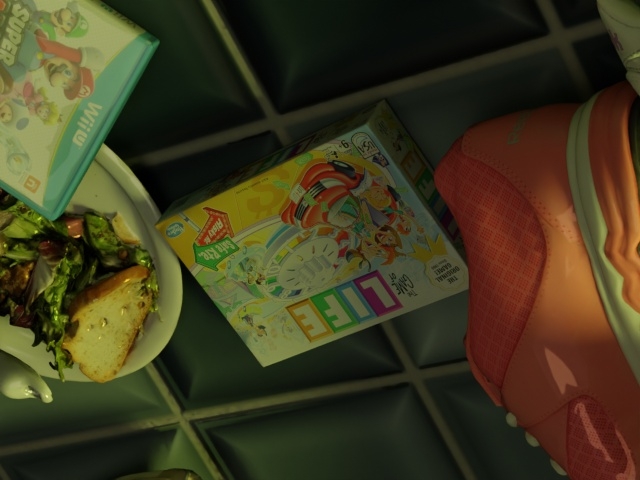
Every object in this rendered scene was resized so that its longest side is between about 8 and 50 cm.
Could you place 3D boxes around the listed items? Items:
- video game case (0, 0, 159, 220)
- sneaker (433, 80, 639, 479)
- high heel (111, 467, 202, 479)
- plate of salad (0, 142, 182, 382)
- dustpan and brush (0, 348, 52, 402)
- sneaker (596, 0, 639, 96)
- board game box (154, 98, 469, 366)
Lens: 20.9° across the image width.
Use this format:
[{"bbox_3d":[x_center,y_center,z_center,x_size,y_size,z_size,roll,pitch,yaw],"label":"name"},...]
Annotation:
[{"bbox_3d":[-0.182,-0.102,0.915,0.166,0.015,0.119,33,114,1],"label":"video game case"},{"bbox_3d":[0.143,0.069,0.850,0.136,0.116,0.314,-1,115,36],"label":"sneaker"},{"bbox_3d":[-0.096,0.247,1.124,0.186,0.093,0.261,30,125,-20],"label":"high heel"},{"bbox_3d":[-0.173,0.006,0.991,0.200,0.048,0.200,14,129,18],"label":"plate of salad"},{"bbox_3d":[-0.236,0.059,1.032,0.211,0.060,0.147,33,154,40],"label":"dustpan and brush"},{"bbox_3d":[0.229,-0.121,0.646,0.305,0.114,0.152,-36,93,39],"label":"sneaker"},{"bbox_3d":[0.000,0.000,0.912,0.154,0.026,0.103,-24,111,37],"label":"board game box"}]
